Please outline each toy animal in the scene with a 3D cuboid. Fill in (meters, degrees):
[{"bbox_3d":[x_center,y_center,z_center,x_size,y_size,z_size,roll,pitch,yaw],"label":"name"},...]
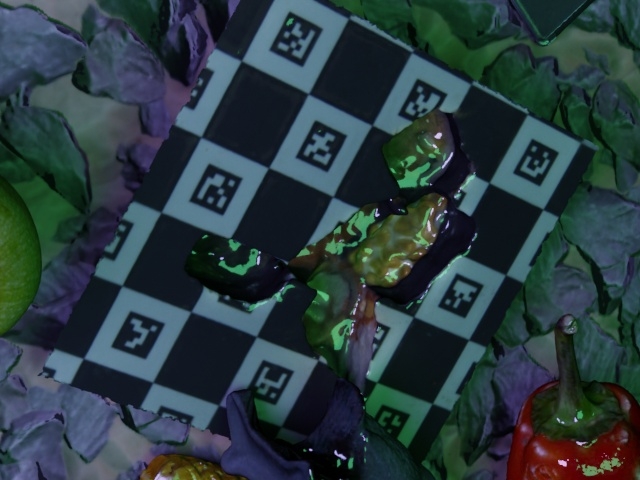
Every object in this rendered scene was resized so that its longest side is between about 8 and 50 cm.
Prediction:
[{"bbox_3d":[0.031,0.166,1.264,0.210,0.121,0.117,13,101,-45],"label":"toy animal"}]

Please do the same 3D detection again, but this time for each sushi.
[{"bbox_3d":[0.000,0.000,1.257,0.359,0.064,0.343,23,100,-33],"label":"sushi"}]

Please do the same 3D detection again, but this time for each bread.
[{"bbox_3d":[-0.073,0.207,1.276,0.157,0.044,0.052,17,85,-28],"label":"bread"}]

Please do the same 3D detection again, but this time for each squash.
[{"bbox_3d":[-0.249,0.005,1.039,0.132,0.247,0.132,-5,102,-23],"label":"squash"}]

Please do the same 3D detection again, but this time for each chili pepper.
[{"bbox_3d":[0.225,0.191,1.365,0.131,0.134,0.338,-19,112,-33],"label":"chili pepper"}]

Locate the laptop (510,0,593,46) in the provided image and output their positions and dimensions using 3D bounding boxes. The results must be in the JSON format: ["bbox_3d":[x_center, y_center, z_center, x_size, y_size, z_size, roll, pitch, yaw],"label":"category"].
[{"bbox_3d":[0.217,-0.268,1.344,0.180,0.016,0.129,-44,115,-13],"label":"laptop"}]
